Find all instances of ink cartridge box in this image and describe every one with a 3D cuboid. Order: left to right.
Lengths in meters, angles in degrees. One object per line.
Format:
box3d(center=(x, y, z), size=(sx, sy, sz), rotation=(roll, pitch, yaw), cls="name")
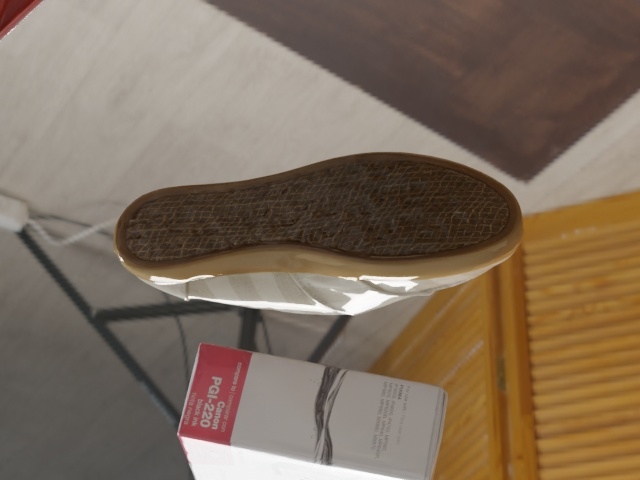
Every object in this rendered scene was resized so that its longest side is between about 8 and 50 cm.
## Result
box3d(center=(-0.004, 0.177, 1.017), size=(0.218, 0.092, 0.158), rotation=(8, 152, 6), cls="ink cartridge box")

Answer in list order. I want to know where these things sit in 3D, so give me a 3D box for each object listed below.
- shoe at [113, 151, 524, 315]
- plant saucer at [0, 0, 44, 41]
box3d(center=(0.000, 0.000, 0.615), size=(0.219, 0.076, 0.058), rotation=(-2, 146, 15), cls="shoe")
box3d(center=(-0.226, -0.299, 0.755), size=(0.259, 0.048, 0.258), rotation=(-32, 108, 31), cls="plant saucer")
